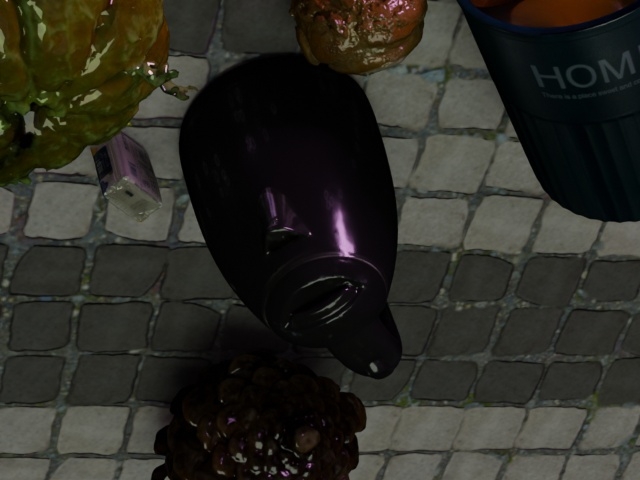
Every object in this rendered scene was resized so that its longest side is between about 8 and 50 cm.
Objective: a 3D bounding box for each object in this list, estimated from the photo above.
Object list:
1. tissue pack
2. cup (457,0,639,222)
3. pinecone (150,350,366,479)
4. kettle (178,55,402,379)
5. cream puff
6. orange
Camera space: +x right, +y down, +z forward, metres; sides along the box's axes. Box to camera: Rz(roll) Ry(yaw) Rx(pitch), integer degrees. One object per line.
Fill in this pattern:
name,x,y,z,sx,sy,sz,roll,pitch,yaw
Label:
tissue pack,-0.196,-0.066,1.934,0.042,0.083,0.062,-39,131,17
cup,0.306,-0.201,1.856,0.307,0.242,0.292,-25,135,1
pinecone,-0.071,0.239,2.164,0.224,0.224,0.272,6,161,-21
kettle,0.000,0.000,1.912,0.207,0.290,0.268,-30,134,11
cream puff,0.035,-0.222,1.824,0.126,0.144,0.103,-32,123,-15
orange,-0.286,-0.183,1.705,0.301,0.223,0.300,-37,141,19
